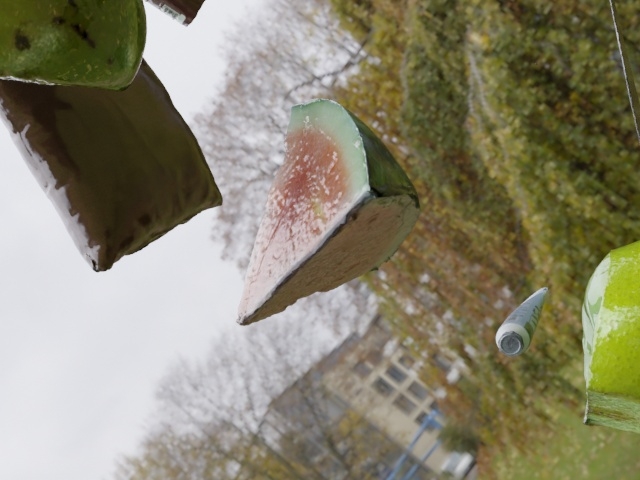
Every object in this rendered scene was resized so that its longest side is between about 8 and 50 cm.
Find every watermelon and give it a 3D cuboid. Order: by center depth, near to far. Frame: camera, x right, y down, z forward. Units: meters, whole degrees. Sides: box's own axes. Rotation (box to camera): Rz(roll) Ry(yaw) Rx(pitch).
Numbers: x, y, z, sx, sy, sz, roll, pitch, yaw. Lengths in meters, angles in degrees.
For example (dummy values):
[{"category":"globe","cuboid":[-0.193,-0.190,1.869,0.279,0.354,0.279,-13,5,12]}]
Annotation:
[{"category":"watermelon","cuboid":[0.023,-0.007,0.825,0.207,0.136,0.202,-147,74,-78]}]

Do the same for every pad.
[{"category":"pad","cuboid":[0.218,0.020,0.685,0.315,0.063,0.375,-79,-32,-51]}]

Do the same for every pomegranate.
[{"category":"pomegranate","cuboid":[-0.314,-0.273,1.039,0.358,0.310,0.216,-25,-61,-66]}]

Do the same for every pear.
[{"category":"pear","cuboid":[0.540,0.150,1.583,0.342,0.239,0.317,53,-134,-67]}]

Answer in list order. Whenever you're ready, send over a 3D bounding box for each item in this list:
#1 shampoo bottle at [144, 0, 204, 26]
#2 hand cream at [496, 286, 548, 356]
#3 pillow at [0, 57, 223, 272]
[{"category":"shampoo bottle","cuboid":[-0.296,-0.431,1.563,0.068,0.236,0.067,-40,24,43]},{"category":"hand cream","cuboid":[0.339,0.136,1.665,0.088,0.055,0.256,-47,-4,21]},{"category":"pillow","cuboid":[-0.280,-0.137,1.326,0.108,0.305,0.308,-27,5,30]}]
